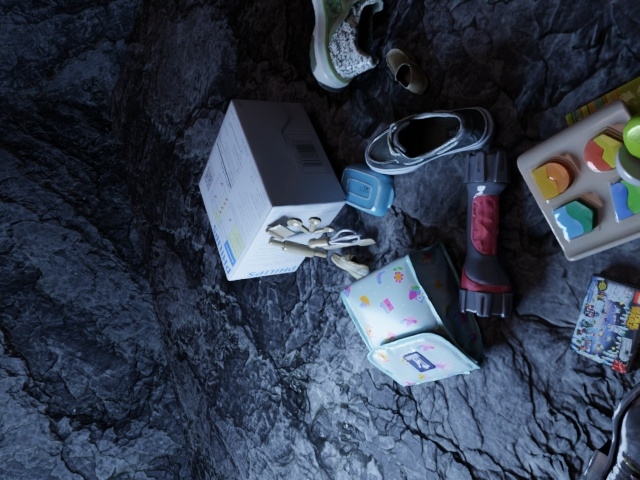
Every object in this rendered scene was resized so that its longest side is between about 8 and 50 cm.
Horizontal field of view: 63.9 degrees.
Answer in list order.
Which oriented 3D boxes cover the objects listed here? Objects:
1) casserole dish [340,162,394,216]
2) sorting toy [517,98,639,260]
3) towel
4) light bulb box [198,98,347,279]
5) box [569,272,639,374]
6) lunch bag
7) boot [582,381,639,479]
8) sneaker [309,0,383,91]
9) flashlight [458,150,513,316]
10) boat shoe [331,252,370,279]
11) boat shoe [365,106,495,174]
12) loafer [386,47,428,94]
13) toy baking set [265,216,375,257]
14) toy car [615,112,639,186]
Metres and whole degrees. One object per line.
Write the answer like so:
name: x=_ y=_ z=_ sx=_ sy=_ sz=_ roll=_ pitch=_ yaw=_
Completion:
casserole dish: x=0.107 y=-0.129 z=1.278 sx=0.188 sy=0.037 sz=0.114 roll=28 pitch=113 yaw=47
sorting toy: x=0.438 y=-0.089 z=0.827 sx=0.193 sy=0.038 sz=0.208 roll=-33 pitch=76 yaw=48
towel: x=0.500 y=-0.206 z=0.784 sx=0.237 sy=0.021 sz=0.102 roll=-30 pitch=68 yaw=48
light bulb box: x=-0.154 y=-0.135 z=1.432 sx=0.361 sy=0.225 sz=0.358 roll=-52 pitch=52 yaw=48
box: x=0.469 y=0.132 z=0.826 sx=0.094 sy=0.027 sz=0.137 roll=24 pitch=109 yaw=48
lunch bag: x=0.197 y=0.170 z=1.075 sx=0.223 sy=0.160 sz=0.262 roll=-33 pitch=77 yaw=44
boot: x=0.528 y=0.331 z=0.724 sx=0.229 sy=0.091 sz=0.263 roll=32 pitch=120 yaw=41
sneaker: x=0.080 y=-0.579 z=1.242 sx=0.182 sy=0.158 sz=0.410 roll=0 pitch=96 yaw=39
flashlight: x=0.315 y=-0.013 z=0.964 sx=0.103 sy=0.103 sz=0.304 roll=4 pitch=93 yaw=26
boat shoe: x=0.080 y=0.058 z=1.312 sx=0.135 sy=0.050 sz=0.045 roll=32 pitch=104 yaw=44
boat shoe: x=0.198 y=-0.221 z=1.089 sx=0.335 sy=0.119 sz=0.121 roll=-12 pitch=82 yaw=51
loafer: x=0.189 y=-0.387 z=1.153 sx=0.148 sy=0.050 sz=0.056 roll=59 pitch=133 yaw=33
toy baking set: x=-0.004 y=0.002 z=1.257 sx=0.196 sy=0.256 sz=0.030 roll=-29 pitch=50 yaw=55
toy car: x=0.506 y=-0.139 z=0.682 sx=0.182 sy=0.159 sz=0.136 roll=26 pitch=70 yaw=14
